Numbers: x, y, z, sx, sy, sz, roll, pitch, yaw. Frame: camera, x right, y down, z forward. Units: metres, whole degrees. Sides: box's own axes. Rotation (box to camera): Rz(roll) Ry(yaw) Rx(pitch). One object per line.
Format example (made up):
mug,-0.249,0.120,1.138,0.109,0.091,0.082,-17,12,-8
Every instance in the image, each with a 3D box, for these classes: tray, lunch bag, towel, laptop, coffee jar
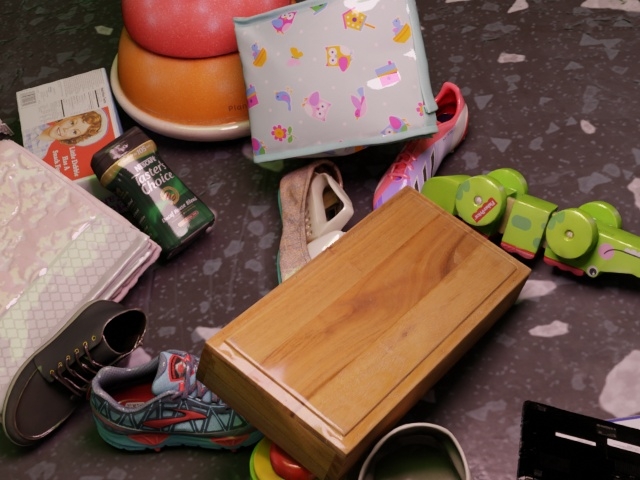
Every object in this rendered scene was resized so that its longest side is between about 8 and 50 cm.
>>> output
tray,0.064,0.095,1.419,0.202,0.076,0.411,36,45,17
lunch bag,0.031,-0.233,1.658,0.262,0.224,0.160,-8,3,25
towel,-0.439,0.046,1.636,0.317,0.053,0.332,31,68,21
laptop,0.301,0.307,1.211,0.234,0.137,0.264,14,23,6
coffee jar,-0.242,-0.070,1.692,0.096,0.079,0.184,-39,87,-25

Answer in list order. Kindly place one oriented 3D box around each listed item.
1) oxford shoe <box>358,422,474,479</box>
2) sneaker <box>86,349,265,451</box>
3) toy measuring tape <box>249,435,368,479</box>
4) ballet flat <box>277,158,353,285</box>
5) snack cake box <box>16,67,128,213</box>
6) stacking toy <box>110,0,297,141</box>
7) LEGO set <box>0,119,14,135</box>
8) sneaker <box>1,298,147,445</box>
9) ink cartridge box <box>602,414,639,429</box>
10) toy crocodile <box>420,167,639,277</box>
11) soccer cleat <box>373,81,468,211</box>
oxford shoe,0.124,0.375,1.212,0.169,0.130,0.449,-10,48,-2
sneaker,-0.162,0.192,1.451,0.261,0.125,0.104,-9,46,4
toy measuring tape,0.003,0.231,1.395,0.121,0.121,0.330,14,43,24
ballet flat,0.000,0.000,1.599,0.106,0.107,0.316,-32,42,23
snack cake box,-0.381,-0.145,1.849,0.152,0.089,0.264,-16,46,-5
stacking toy,-0.176,-0.422,1.783,0.350,0.480,0.351,-2,45,2
LEGO set,-0.635,-0.177,1.985,0.182,0.060,0.244,-41,49,-9
sneaker,-0.314,0.164,1.496,0.118,0.083,0.222,-4,48,58
ink cartridge box,0.396,0.288,1.288,0.223,0.045,0.224,-8,45,4
toy crocodile,0.287,-0.018,1.570,0.340,0.105,0.115,22,20,24
soccer cleat,0.142,-0.124,1.706,0.083,0.095,0.248,18,53,27
